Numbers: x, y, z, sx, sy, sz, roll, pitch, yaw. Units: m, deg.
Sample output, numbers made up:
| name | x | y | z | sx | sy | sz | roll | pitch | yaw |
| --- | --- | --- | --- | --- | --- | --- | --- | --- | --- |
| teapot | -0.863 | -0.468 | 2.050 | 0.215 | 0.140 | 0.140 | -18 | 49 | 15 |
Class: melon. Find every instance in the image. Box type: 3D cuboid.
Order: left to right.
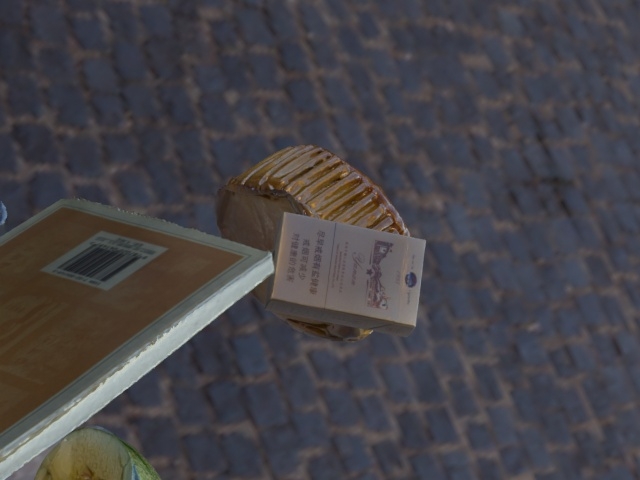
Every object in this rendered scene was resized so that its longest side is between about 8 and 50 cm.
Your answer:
| name | x | y | z | sx | sy | sz | roll | pitch | yaw |
| --- | --- | --- | --- | --- | --- | --- | --- | --- | --- |
| melon | -0.134 | 0.190 | 1.234 | 0.079 | 0.160 | 0.128 | 12 | 80 | -40 |

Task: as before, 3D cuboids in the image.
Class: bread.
| name | x | y | z | sx | sy | sz | roll | pitch | yaw |
| --- | --- | --- | --- | --- | --- | --- | --- | --- | --- |
| bread | 0.000 | 0.001 | 1.715 | 0.104 | 0.199 | 0.199 | -36 | 94 | -26 |

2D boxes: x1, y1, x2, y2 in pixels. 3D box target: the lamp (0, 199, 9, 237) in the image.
| name | x | y | z | sx | sy | sz | roll | pitch | yaw |
| --- | --- | --- | --- | --- | --- | --- | --- | --- | --- |
| lamp | -0.428 | 0.119 | 1.430 | 0.272 | 0.205 | 0.374 | 15 | 51 | 6 |

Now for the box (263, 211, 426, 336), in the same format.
| name | x | y | z | sx | sy | sz | roll | pitch | yaw |
| --- | --- | --- | --- | --- | --- | --- | --- | --- | --- |
| box | 0.014 | 0.019 | 1.013 | 0.083 | 0.024 | 0.053 | 13 | 69 | -10 |

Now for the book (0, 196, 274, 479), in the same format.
| name | x | y | z | sx | sy | sz | roll | pitch | yaw |
| --- | --- | --- | --- | --- | --- | --- | --- | --- | --- |
| book | -0.161 | 0.051 | 0.958 | 0.242 | 0.170 | 0.018 | -37 | 128 | -39 |
